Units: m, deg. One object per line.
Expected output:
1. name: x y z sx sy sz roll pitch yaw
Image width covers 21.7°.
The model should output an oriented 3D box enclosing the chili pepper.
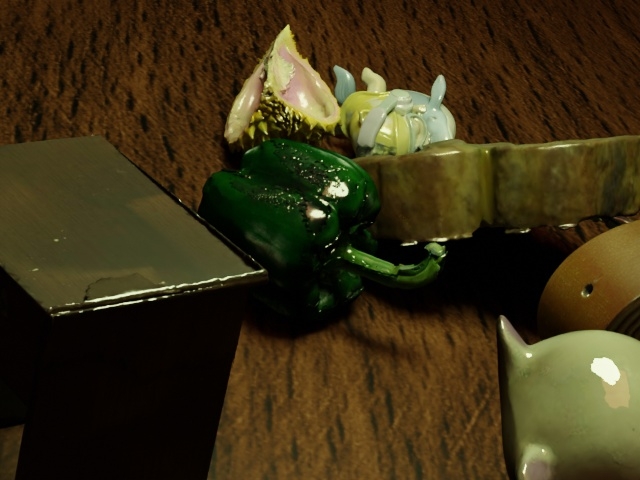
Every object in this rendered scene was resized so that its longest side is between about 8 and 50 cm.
1. chili pepper: 0.000 0.000 1.755 0.261 0.173 0.165 27 30 32

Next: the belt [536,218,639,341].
1. belt: 0.392 0.082 1.739 0.339 0.217 0.122 1 29 -28

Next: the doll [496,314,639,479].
1. doll: 0.338 0.190 1.522 0.370 0.226 0.215 2 58 -3

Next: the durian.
1. durian: -0.056 -0.177 2.111 0.165 0.132 0.182 -24 35 -16

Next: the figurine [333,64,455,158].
1. figurine: 0.087 -0.151 2.165 0.208 0.128 0.184 21 28 33

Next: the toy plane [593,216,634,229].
1. toy plane: 0.460 0.021 2.047 0.262 0.088 0.192 18 1 0

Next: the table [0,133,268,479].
1. table: -0.215 0.100 1.326 0.196 0.282 0.251 -10 35 -40

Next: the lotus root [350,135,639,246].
1. lotus root: 0.199 -0.064 1.937 0.391 0.111 0.375 -6 1 -4
